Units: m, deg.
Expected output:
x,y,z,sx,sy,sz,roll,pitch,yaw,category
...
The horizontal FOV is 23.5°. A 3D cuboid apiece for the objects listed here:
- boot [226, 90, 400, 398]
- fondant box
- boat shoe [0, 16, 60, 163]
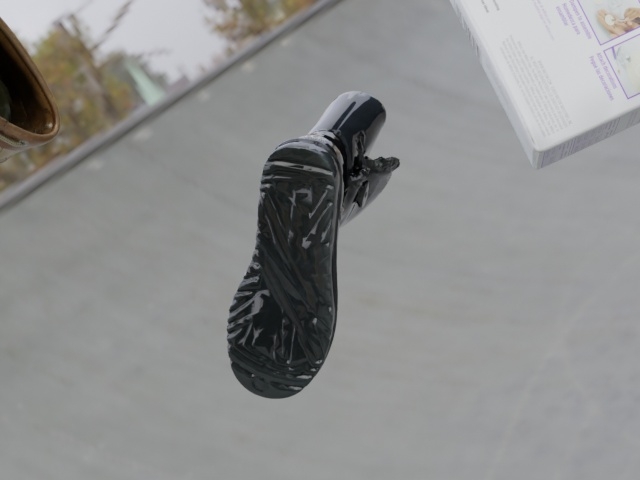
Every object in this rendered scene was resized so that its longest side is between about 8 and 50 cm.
x,y,z,sx,sy,sz,roll,pitch,yaw,category
0.000,0.000,1.397,0.207,0.094,0.246,-43,-36,-66,boot
0.300,-0.245,1.447,0.330,0.238,0.096,-25,-11,3,fondant box
-0.287,-0.165,1.087,0.120,0.324,0.122,-3,60,20,boat shoe
